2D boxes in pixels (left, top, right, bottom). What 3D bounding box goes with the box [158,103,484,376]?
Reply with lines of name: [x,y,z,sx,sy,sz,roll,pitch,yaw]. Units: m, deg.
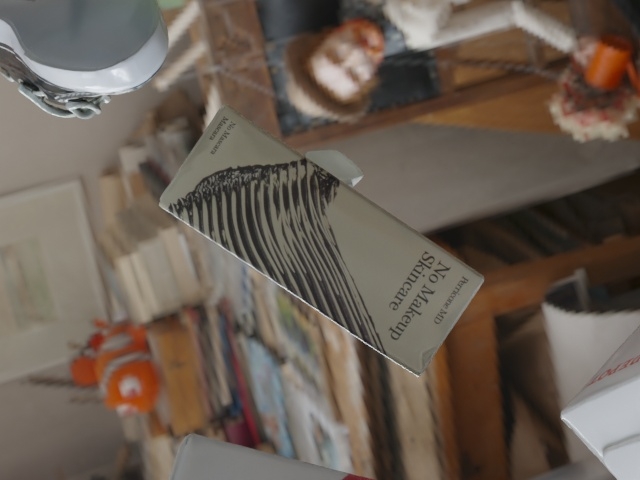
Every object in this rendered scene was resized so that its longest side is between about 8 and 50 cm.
box: [0.000,0.000,1.309,0.275,0.113,0.094,32,179,-1]

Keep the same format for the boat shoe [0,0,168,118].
boat shoe: [-0.209,-0.156,1.224,0.306,0.113,0.105,19,147,47]

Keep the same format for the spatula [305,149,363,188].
spatula: [-0.010,-0.040,1.704,0.242,0.168,0.019,-127,36,-53]

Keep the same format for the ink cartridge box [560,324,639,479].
ink cartridge box: [0.354,0.089,1.054,0.197,0.270,0.198,48,152,1]

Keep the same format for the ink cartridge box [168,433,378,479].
ink cartridge box: [0.002,0.343,1.258,0.385,0.279,0.160,93,-169,-58]
